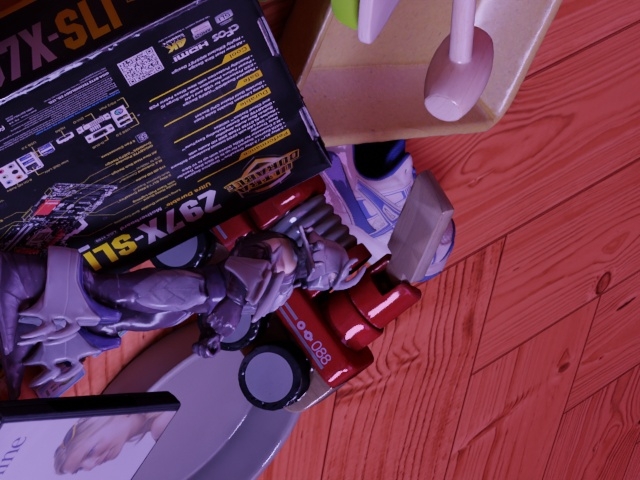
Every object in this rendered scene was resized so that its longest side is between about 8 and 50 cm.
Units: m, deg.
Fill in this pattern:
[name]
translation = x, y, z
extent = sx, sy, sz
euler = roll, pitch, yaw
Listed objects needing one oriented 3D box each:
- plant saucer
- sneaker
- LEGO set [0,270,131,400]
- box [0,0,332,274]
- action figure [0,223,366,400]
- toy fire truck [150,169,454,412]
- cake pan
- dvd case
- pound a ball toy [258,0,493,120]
[plant saucer]
translation = 0.103, -0.246, 1.513
extent = 0.333, 0.081, 0.333
euler = -9, 131, -48
[sneaker]
translation = 0.063, -0.044, 1.664
extent = 0.296, 0.112, 0.131
euler = 8, 118, -57
[LEGO set]
translation = -0.220, 0.108, 1.459
extent = 0.182, 0.060, 0.244
euler = -41, 168, -14
[box]
translation = -0.173, -0.072, 1.261
extent = 0.322, 0.079, 0.257
euler = -27, 150, 0
[action figure]
translation = -0.103, 0.044, 1.304
extent = 0.285, 0.099, 0.185
euler = -10, 164, -12
[toy fire truck]
translation = 0.000, 0.000, 1.456
extent = 0.246, 0.217, 0.158
euler = -37, 172, 15
[cake pan]
translation = -0.134, 0.189, 1.731
extent = 0.293, 0.054, 0.293
euler = -33, 147, -25
[dvd case]
translation = -0.225, 0.197, 1.358
extent = 0.180, 0.022, 0.253
euler = -55, 157, 14
[pound a ball toy]
translation = 0.047, -0.263, 1.242
extent = 0.319, 0.208, 0.136
euler = 94, 18, -48
